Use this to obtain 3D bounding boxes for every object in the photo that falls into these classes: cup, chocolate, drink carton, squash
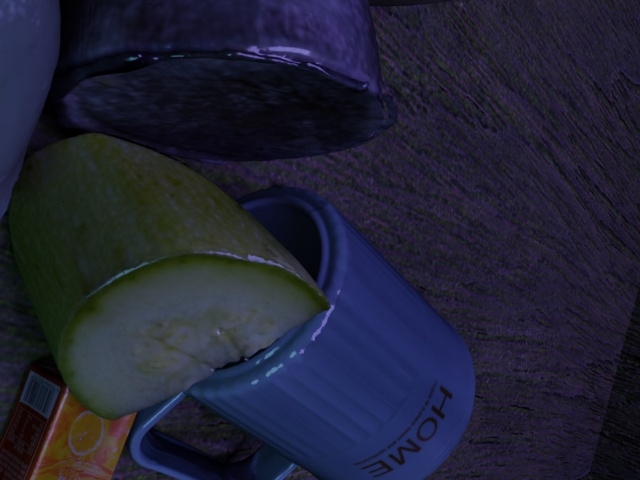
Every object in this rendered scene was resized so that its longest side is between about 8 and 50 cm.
[{"bbox_3d":[-0.033,0.129,0.832,0.311,0.331,0.256,46,31,-43],"label":"cup"},{"bbox_3d":[-0.084,-0.199,0.633,0.303,0.303,0.212,8,77,-50],"label":"chocolate"},{"bbox_3d":[-0.262,0.238,0.688,0.096,0.071,0.222,30,77,-50],"label":"drink carton"},{"bbox_3d":[-0.151,0.013,0.630,0.237,0.155,0.204,-30,132,6],"label":"squash"}]

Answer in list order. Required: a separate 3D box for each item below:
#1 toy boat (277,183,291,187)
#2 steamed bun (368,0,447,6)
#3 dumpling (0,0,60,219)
[{"bbox_3d":[0.000,0.000,0.933,0.185,0.089,0.071,45,22,-45],"label":"toy boat"},{"bbox_3d":[0.122,-0.386,0.852,0.200,0.226,0.170,-59,137,-18],"label":"steamed bun"},{"bbox_3d":[-0.279,-0.124,0.403,0.270,0.212,0.320,5,111,-37],"label":"dumpling"}]
